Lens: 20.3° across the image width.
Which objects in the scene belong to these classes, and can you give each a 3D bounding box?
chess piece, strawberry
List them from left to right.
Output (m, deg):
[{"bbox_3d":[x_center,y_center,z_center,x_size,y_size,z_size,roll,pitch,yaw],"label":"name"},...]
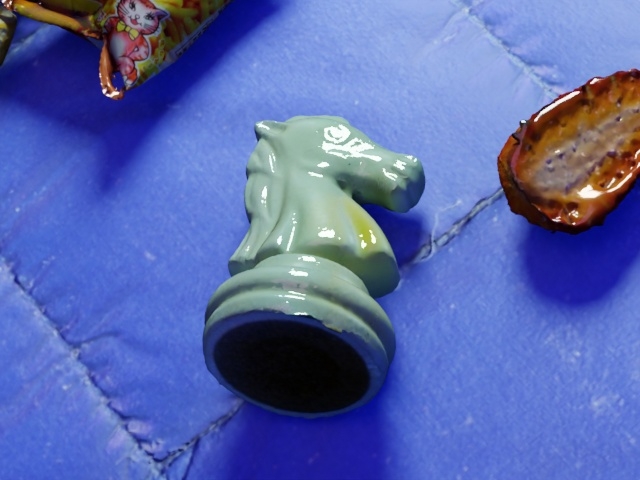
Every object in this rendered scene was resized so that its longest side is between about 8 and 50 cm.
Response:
[{"bbox_3d":[0.000,0.000,1.639,0.175,0.176,0.298,-3,50,17],"label":"chess piece"},{"bbox_3d":[0.249,-0.077,1.632,0.188,0.082,0.121,-32,77,-11],"label":"strawberry"}]

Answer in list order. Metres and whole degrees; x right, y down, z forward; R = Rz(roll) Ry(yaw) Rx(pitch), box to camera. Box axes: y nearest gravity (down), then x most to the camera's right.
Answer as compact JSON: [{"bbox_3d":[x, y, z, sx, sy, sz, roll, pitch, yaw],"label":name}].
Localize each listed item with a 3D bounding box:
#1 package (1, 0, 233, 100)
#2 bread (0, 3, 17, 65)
[{"bbox_3d":[-0.171,-0.280,1.857,0.288,0.108,0.223,-42,53,-15],"label":"package"},{"bbox_3d":[-0.392,-0.217,1.870,0.122,0.149,0.073,29,111,20],"label":"bread"}]
